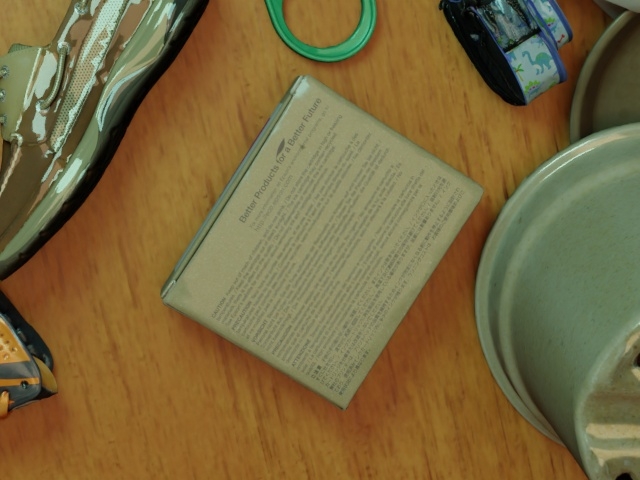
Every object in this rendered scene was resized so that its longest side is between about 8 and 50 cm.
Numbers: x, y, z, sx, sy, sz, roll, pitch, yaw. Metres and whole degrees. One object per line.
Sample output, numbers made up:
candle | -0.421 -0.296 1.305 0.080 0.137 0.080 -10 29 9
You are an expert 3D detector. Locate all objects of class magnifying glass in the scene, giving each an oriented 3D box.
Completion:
magnifying glass | -0.044 -0.253 1.378 0.092 0.026 0.231 -45 101 0

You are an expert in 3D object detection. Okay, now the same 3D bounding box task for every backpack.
backpack | 0.172 -0.180 1.367 0.084 0.105 0.114 -32 101 -2

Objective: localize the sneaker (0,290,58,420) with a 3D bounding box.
sneaker | -0.312 0.177 1.340 0.180 0.124 0.321 -9 97 -4

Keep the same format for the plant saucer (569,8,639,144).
plant saucer | 0.362 -0.109 1.395 0.278 0.041 0.278 2 110 4

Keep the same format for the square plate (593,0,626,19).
square plate | 0.475 -0.253 1.421 0.347 0.049 0.344 40 90 -9

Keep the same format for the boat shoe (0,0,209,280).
boat shoe | -0.220 -0.122 1.331 0.120 0.122 0.324 32 84 -3

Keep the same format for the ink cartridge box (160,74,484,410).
ink cartridge box | 0.000 0.000 1.375 0.193 0.088 0.234 33 92 -7

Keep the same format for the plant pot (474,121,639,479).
plant pot | 0.303 0.093 1.275 0.334 0.305 0.334 0 106 2

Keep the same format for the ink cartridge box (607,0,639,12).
ink cartridge box | 0.245 -0.355 1.246 0.198 0.270 0.197 20 65 -8
